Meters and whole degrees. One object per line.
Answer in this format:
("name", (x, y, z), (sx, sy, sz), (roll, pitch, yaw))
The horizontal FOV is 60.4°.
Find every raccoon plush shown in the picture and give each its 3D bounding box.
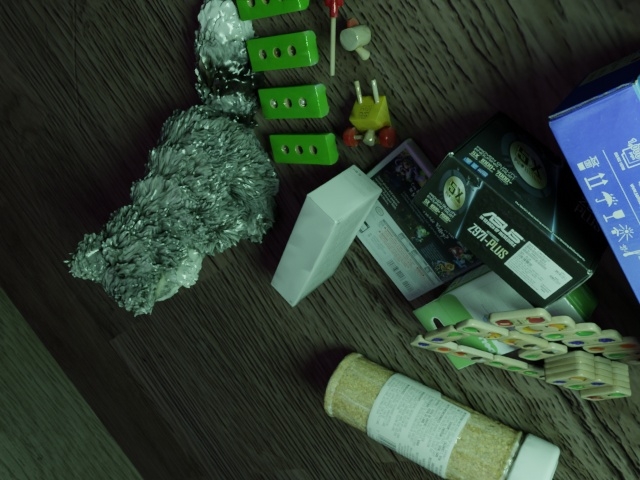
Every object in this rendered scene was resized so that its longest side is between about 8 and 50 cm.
("raccoon plush", (-0.242, -0.110, 0.819), (0.216, 0.299, 0.446), (15, 125, 32))

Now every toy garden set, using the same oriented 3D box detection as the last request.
("toy garden set", (0.001, -0.224, 0.730), (0.204, 0.049, 0.244), (8, 121, 38))

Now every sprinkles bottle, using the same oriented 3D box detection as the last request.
("sprinkles bottle", (0.179, 0.299, 0.869), (0.356, 0.121, 0.121), (21, 128, 28))

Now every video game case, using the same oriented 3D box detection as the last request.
("video game case", (0.127, -0.022, 0.776), (0.190, 0.022, 0.173), (52, 137, 1))

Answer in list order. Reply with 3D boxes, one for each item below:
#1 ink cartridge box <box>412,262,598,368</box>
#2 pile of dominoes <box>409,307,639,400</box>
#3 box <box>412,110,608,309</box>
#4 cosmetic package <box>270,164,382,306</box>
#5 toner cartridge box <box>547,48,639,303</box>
("ink cartridge box", (0.235, 0.085, 0.726), (0.109, 0.062, 0.209), (51, 137, 0))
("pile of dominoes", (0.261, 0.142, 0.646), (0.251, 0.040, 0.196), (17, 153, -20))
("box", (0.217, -0.038, 0.599), (0.180, 0.147, 0.077), (43, 136, 10))
("cosmetic package", (0.000, 0.000, 0.811), (0.060, 0.099, 0.239), (43, 144, 12))
("toner cartridge box", (0.341, 0.001, 0.511), (0.075, 0.165, 0.347), (-22, 102, 45))
